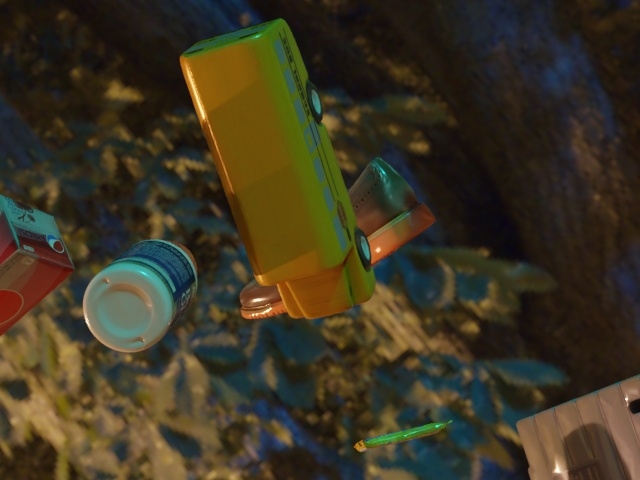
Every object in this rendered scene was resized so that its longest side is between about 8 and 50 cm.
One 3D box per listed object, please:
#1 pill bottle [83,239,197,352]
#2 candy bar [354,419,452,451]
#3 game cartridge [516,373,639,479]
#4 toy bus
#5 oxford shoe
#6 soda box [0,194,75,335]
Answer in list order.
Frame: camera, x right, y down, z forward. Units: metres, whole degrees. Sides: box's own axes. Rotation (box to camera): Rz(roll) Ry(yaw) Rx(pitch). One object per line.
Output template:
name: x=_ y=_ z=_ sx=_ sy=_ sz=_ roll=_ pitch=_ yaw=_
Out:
pill bottle: x=-0.185 y=0.052 z=1.596 sx=0.094 sy=0.094 sz=0.169 roll=-47 pitch=2 yaw=17
candy bar: x=0.131 y=0.307 z=2.347 sx=0.161 sy=0.018 sz=0.040 roll=-10 pitch=-14 yaw=-19
game cartridge: x=0.355 y=0.340 z=1.666 sx=0.068 sy=0.355 sz=0.230 roll=-10 pitch=-13 yaw=-32
toy bus: x=-0.041 y=-0.069 z=1.631 sx=0.108 sy=0.333 sz=0.130 roll=-14 pitch=16 yaw=15
oxford shoe: x=0.000 y=0.000 z=2.126 sx=0.363 sy=0.133 sz=0.130 roll=-32 pitch=1 yaw=36
soda box: x=-0.394 y=0.070 z=1.617 sx=0.263 sy=0.083 sz=0.092 roll=-41 pitch=-34 yaw=18
